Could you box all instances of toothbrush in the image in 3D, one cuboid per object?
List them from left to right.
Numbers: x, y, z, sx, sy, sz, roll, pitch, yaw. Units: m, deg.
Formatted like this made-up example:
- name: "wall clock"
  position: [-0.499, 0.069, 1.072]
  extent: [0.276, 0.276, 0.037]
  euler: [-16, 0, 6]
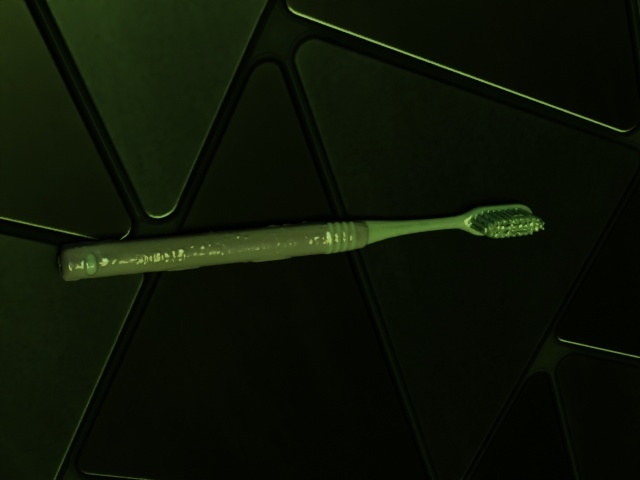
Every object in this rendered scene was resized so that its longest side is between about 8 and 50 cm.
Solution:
- name: "toothbrush"
  position: [0.000, 0.000, 0.861]
  extent: [0.354, 0.029, 0.024]
  euler: [-5, 108, -25]
